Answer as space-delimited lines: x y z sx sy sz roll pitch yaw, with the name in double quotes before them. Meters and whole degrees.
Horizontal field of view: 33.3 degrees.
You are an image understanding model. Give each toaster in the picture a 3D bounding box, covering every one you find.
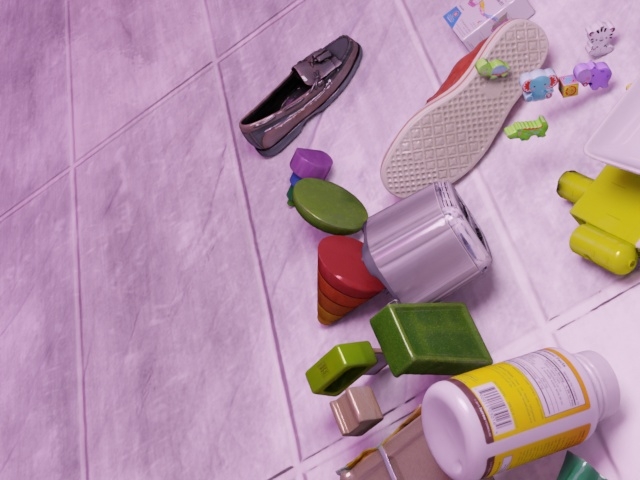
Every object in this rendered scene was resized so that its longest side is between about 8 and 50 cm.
"toaster" 0.143 0.009 1.460 0.146 0.129 0.227 -32 13 12

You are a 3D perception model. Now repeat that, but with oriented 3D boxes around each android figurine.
"android figurine" 0.431 -0.061 1.358 0.248 0.056 0.273 -50 39 -2

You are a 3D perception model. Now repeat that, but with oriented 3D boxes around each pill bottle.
"pill bottle" 0.232 0.192 1.220 0.215 0.117 0.117 -13 34 -24

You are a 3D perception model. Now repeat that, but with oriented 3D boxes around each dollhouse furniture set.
"dollhouse furniture set" 0.133 0.254 1.364 0.197 0.151 0.301 -45 55 35

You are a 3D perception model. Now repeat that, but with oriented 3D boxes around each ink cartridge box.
"ink cartridge box" 0.273 -0.367 1.735 0.122 0.052 0.088 -37 42 11

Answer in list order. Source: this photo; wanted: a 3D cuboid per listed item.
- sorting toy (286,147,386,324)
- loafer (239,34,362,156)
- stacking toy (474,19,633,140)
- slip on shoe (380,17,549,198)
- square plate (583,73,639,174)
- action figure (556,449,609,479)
"sorting toy" 0.000 0.000 1.675 0.126 0.127 0.365 -63 29 30
"loafer" -0.035 -0.268 1.900 0.267 0.084 0.096 -49 40 -1
"stacking toy" 0.342 -0.226 1.500 0.221 0.052 0.167 -13 45 -3
"slip on shoe" 0.214 -0.196 1.623 0.331 0.123 0.101 -51 13 0
"square plate" 0.553 -0.165 1.281 0.344 0.049 0.347 29 72 37
"action figure" 0.254 0.361 1.174 0.232 0.063 0.137 -48 42 -6
